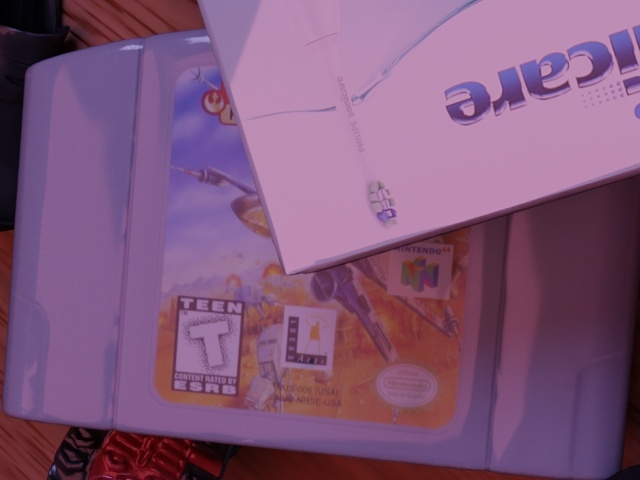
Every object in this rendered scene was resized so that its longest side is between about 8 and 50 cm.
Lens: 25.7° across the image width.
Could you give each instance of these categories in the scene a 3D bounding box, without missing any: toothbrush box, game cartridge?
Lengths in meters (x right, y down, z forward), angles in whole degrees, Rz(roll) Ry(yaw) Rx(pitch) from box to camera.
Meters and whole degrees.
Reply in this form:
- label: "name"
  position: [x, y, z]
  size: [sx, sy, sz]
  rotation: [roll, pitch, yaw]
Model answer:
- label: "toothbrush box"
  position: [0.057, -0.158, 0.537]
  size: [0.216, 0.126, 0.295]
  rotation: [-18, 89, 21]
- label: "game cartridge"
  position: [0.000, 0.000, 0.661]
  size: [0.297, 0.062, 0.198]
  rotation: [5, 98, 7]

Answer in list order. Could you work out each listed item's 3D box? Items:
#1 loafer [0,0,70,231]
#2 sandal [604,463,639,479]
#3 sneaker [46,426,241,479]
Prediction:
- label: "loafer"
  position: [-0.186, -0.113, 0.819]
  size: [0.078, 0.076, 0.223]
  rotation: [9, 104, 39]
- label: "sandal"
  position: [0.101, 0.185, 0.663]
  size: [0.097, 0.054, 0.254]
  rotation: [57, 138, 30]
- label: "sneaker"
  position: [-0.055, 0.051, 0.761]
  size: [0.104, 0.125, 0.262]
  rotation: [39, 96, -4]
